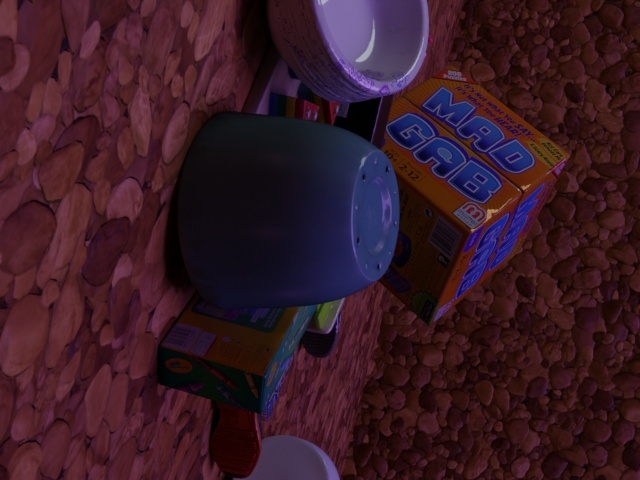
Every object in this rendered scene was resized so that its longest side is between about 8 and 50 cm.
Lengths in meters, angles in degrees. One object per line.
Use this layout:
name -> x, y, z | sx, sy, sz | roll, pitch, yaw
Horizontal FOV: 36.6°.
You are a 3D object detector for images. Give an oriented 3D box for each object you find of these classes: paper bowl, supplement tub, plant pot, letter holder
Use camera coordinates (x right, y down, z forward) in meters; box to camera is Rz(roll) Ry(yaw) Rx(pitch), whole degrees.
paper bowl -> 0.029, -0.351, 1.487 | 0.284, 0.148, 0.284 | 9, 78, -47
supplement tub -> -0.068, 0.559, 2.079 | 0.325, 0.235, 0.235 | 81, 26, -62
plant pot -> -0.025, -0.039, 1.379 | 0.293, 0.235, 0.293 | 3, 90, -66
letter holder -> 0.067, -0.307, 1.910 | 0.214, 0.152, 0.302 | -21, 124, -79

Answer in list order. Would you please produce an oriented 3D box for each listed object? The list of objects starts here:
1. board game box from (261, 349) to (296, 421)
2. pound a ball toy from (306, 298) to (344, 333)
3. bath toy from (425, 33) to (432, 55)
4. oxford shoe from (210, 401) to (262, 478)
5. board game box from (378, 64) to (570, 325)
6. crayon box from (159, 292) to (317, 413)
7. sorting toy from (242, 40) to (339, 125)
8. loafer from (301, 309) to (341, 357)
board game box -> -0.100, 0.261, 2.045 | 0.147, 0.045, 0.193 | 92, 16, -45
pound a ball toy -> 0.000, 0.000, 2.000 | 0.208, 0.135, 0.319 | 82, 25, -49
bath toy -> 0.193, -0.455, 2.301 | 0.348, 0.129, 0.151 | -42, 120, -74
oxford shoe -> -0.145, 0.327, 1.800 | 0.098, 0.096, 0.271 | -69, 168, -58
board game box -> 0.273, -0.104, 2.211 | 0.356, 0.356, 0.357 | -36, 157, -31
crayon box -> -0.117, 0.130, 1.500 | 0.278, 0.165, 0.081 | -60, 161, -52
sorting toy -> -0.036, -0.230, 1.648 | 0.255, 0.089, 0.257 | 81, 26, -63
loafer -> 0.017, 0.169, 2.372 | 0.087, 0.094, 0.251 | -40, 143, -64
